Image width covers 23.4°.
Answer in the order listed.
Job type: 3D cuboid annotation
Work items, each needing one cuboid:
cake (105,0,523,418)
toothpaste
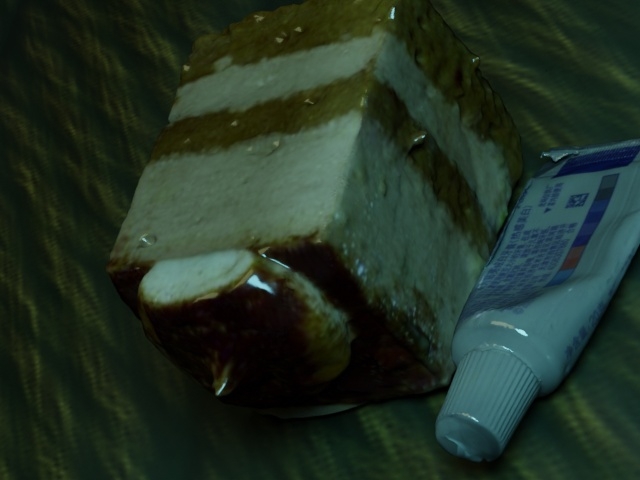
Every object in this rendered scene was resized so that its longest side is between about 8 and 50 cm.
[{"bbox_3d":[0.000,0.000,1.012,0.196,0.199,0.293,-8,47,31],"label":"cake"},{"bbox_3d":[0.141,0.024,0.966,0.099,0.068,0.282,18,47,19],"label":"toothpaste"}]
